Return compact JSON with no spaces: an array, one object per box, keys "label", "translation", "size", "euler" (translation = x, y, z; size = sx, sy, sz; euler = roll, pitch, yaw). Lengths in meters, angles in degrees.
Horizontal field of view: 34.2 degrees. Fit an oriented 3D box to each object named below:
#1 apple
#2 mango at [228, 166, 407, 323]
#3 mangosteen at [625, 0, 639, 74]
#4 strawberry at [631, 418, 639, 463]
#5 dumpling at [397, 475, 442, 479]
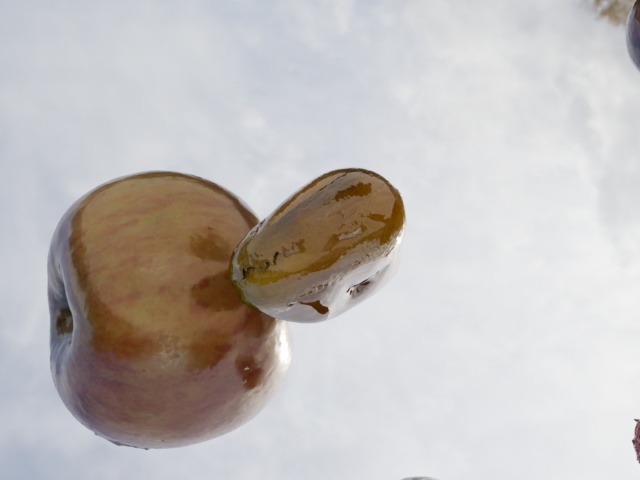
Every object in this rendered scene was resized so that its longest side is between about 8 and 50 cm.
[{"label":"apple","translation":[-0.207,0.097,1.463],"size":[0.334,0.400,0.400],"euler":[-1,-143,-26]},{"label":"mango","translation":[0.000,0.000,1.208],"size":[0.236,0.166,0.136],"euler":[-33,-112,-26]},{"label":"mangosteen","translation":[0.565,-0.352,1.590],"size":[0.215,0.215,0.257],"euler":[-4,-109,-22]},{"label":"strawberry","translation":[0.601,0.371,1.808],"size":[0.131,0.131,0.148],"euler":[22,-131,13]},{"label":"dumpling","translation":[0.117,0.378,1.406],"size":[0.149,0.104,0.217],"euler":[-17,-176,-14]}]
